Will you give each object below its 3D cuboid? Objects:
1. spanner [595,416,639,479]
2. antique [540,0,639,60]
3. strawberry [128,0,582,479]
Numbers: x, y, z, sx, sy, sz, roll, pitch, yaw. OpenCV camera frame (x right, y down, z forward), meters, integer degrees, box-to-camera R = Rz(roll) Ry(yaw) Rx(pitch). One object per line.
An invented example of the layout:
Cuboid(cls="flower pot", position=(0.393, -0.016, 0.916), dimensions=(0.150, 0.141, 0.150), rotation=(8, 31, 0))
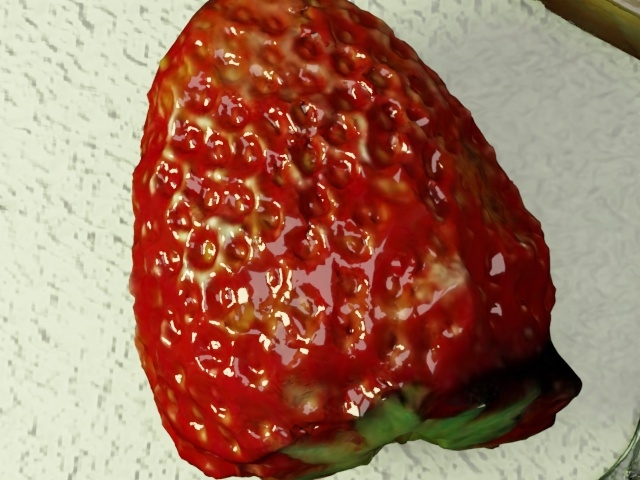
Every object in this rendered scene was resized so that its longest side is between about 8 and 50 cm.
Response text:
Cuboid(cls="spanner", position=(0.264, 0.111, 1.112), dimensions=(0.093, 0.026, 0.326), rotation=(21, 82, 0))
Cuboid(cls="antique", position=(0.234, -0.202, 1.101), dimensions=(0.310, 0.093, 0.087), rotation=(27, 84, -1))
Cuboid(cls="strawberry", position=(0.004, 0.011, 0.992), dimensions=(0.291, 0.292, 0.310), rotation=(-15, 64, -4))
